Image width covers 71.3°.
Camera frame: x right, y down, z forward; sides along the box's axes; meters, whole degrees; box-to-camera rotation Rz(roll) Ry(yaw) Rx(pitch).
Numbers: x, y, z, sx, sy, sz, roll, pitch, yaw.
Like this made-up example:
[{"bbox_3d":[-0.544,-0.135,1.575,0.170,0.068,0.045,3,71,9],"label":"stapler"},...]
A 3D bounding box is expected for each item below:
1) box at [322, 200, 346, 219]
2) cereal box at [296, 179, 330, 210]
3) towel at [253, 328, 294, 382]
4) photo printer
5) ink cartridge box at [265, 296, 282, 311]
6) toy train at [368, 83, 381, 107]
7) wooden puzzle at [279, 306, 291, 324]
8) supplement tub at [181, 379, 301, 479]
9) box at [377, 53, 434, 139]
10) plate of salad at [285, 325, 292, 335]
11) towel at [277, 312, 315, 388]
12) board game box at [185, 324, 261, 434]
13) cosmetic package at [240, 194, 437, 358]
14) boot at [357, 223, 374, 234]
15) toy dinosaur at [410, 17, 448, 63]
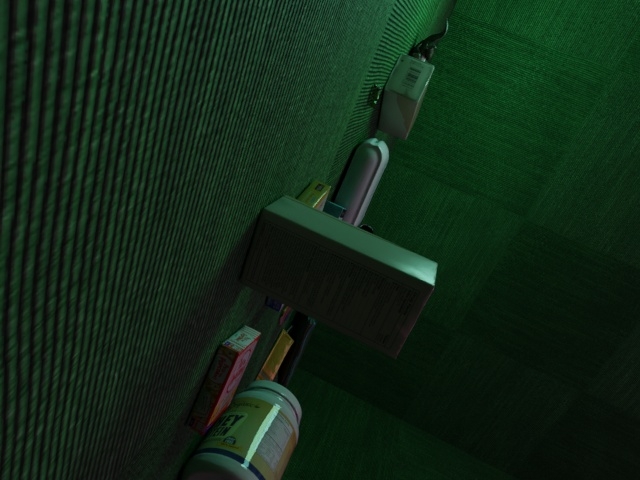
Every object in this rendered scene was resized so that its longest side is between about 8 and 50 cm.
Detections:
[{"bbox_3d":[0.000,0.000,1.380,0.244,0.060,0.100,-65,173,5],"label":"box"},{"bbox_3d":[-0.056,-0.001,1.025,0.173,0.048,0.240,-55,168,-53],"label":"cereal box"},{"bbox_3d":[-0.175,0.459,1.681,0.237,0.021,0.102,-61,147,-28],"label":"towel"},{"bbox_3d":[0.138,-0.198,1.520,0.256,0.107,0.307,-39,153,-75],"label":"photo printer"},{"bbox_3d":[-0.076,0.088,1.194,0.207,0.046,0.097,-55,169,-54],"label":"ink cartridge box"},{"bbox_3d":[0.153,-0.406,1.256,0.017,0.024,0.083,-62,173,-24],"label":"toy train"},{"bbox_3d":[-0.122,0.252,1.549,0.078,0.014,0.116,-53,167,-41],"label":"wooden puzzle"},{"bbox_3d":[-0.193,0.552,1.190,0.316,0.229,0.228,-52,166,-61],"label":"supplement tub"},{"bbox_3d":[0.292,-0.494,1.574,0.311,0.121,0.147,67,48,-80],"label":"box"},{"bbox_3d":[-0.153,0.445,1.838,0.200,0.048,0.199,24,90,-83],"label":"plate of salad"},{"bbox_3d":[-0.108,0.447,1.936,0.271,0.040,0.369,-101,-148,-74],"label":"towel"},{"bbox_3d":[-0.204,0.292,0.956,0.193,0.045,0.147,-66,173,8],"label":"board game box"},{"bbox_3d":[0.031,0.058,0.796,0.160,0.310,0.113,-68,172,24],"label":"cosmetic package"},{"bbox_3d":[0.048,0.088,1.538,0.338,0.118,0.223,-60,-171,-33],"label":"boot"},{"bbox_3d":[0.373,-0.683,1.678,0.160,0.121,0.313,-76,-179,-58],"label":"toy dinosaur"}]
